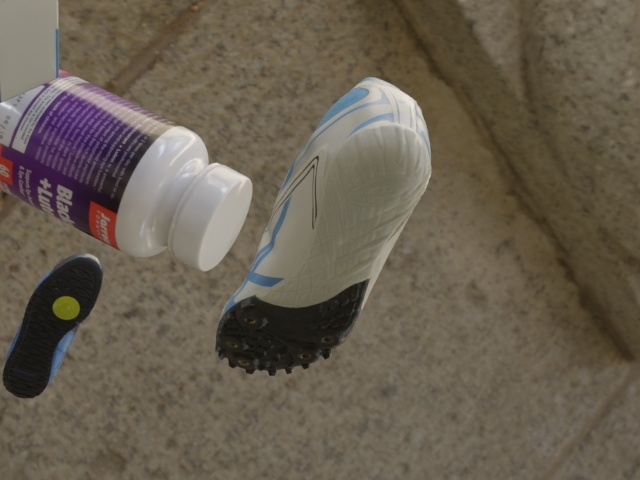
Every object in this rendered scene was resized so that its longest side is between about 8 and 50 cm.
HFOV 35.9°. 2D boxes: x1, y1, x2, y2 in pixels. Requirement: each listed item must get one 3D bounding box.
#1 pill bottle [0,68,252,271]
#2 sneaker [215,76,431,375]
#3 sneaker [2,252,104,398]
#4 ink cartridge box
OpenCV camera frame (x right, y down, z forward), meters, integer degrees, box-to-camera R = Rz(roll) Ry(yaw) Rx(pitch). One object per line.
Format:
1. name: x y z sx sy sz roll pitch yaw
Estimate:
1. pill bottle: -0.155 -0.052 0.765 0.108 0.193 0.108 -59 166 -24
2. sneaker: 0.000 0.000 0.648 0.085 0.086 0.237 22 125 -15
3. sneaker: -0.320 0.090 1.185 0.069 0.082 0.209 26 111 -14
4. ink cartridge box: -0.227 -0.164 0.645 0.052 0.122 0.088 -32 157 -31
